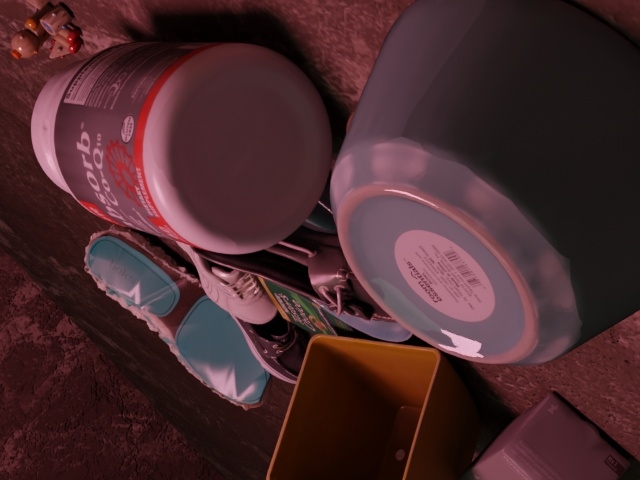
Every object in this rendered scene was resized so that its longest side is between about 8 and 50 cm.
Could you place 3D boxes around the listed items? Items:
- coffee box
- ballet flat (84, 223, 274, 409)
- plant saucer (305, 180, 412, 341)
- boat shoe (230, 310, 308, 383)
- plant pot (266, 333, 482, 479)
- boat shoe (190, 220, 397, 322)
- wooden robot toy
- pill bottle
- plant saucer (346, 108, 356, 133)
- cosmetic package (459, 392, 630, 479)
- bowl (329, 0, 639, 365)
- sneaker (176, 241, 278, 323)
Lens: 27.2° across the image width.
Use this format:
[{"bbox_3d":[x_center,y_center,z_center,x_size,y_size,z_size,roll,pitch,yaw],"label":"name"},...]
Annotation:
[{"bbox_3d":[0.001,0.097,1.825,0.184,0.040,0.113,27,157,39],"label":"coffee box"},{"bbox_3d":[-0.217,0.113,2.225,0.409,0.147,0.147,42,162,11],"label":"ballet flat"},{"bbox_3d":[0.000,0.000,1.608,0.318,0.043,0.317,37,162,14],"label":"plant saucer"},{"bbox_3d":[-0.072,0.133,2.013,0.228,0.080,0.076,57,159,-20],"label":"boat shoe"},{"bbox_3d":[0.091,0.260,1.730,0.212,0.212,0.187,4,160,40],"label":"plant pot"},{"bbox_3d":[-0.015,0.034,1.493,0.335,0.095,0.112,26,156,40],"label":"boat shoe"},{"bbox_3d":[-0.359,-0.260,1.692,0.076,0.079,0.173,39,162,10],"label":"wooden robot toy"},{"bbox_3d":[-0.165,-0.109,1.432,0.210,0.210,0.363,52,160,-27],"label":"pill bottle"},{"bbox_3d":[0.141,-0.037,1.240,0.278,0.041,0.278,37,162,14],"label":"plant saucer"},{"bbox_3d":[0.265,0.278,1.602,0.127,0.107,0.238,42,165,9],"label":"cosmetic package"},{"bbox_3d":[0.130,-0.024,1.016,0.312,0.163,0.311,30,148,21],"label":"bowl"},{"bbox_3d":[-0.129,0.045,1.858,0.232,0.090,0.115,52,176,-30],"label":"sneaker"}]
